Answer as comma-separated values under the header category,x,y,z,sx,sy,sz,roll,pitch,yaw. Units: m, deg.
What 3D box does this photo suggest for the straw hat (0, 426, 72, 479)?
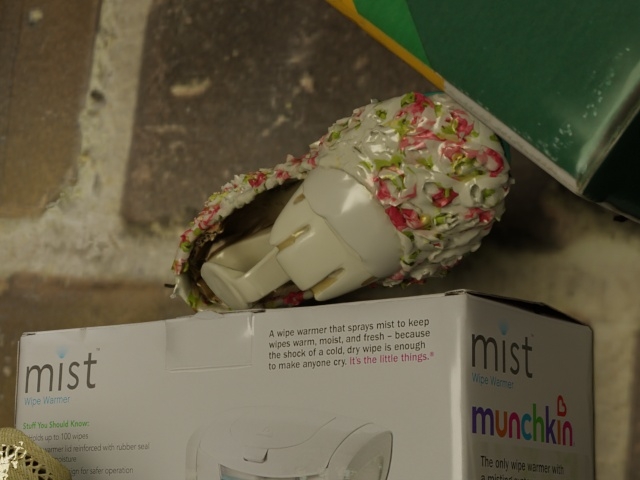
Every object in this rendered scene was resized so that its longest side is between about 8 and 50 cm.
category,x,y,z,sx,sy,sz,roll,pitch,yaw
straw hat,-0.144,0.119,0.667,0.144,0.144,0.061,-9,34,35

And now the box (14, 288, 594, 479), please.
category,x,y,z,sx,sy,sz,roll,pitch,yaw
box,-0.017,0.151,0.682,0.262,0.126,0.231,-8,75,35

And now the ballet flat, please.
category,x,y,z,sx,sy,sz,roll,pitch,yaw
ballet flat,0.000,0.000,0.684,0.091,0.077,0.241,52,152,-7

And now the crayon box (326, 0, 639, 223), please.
category,x,y,z,sx,sy,sz,roll,pitch,yaw
crayon box,0.063,-0.117,0.631,0.323,0.203,0.083,42,105,35
